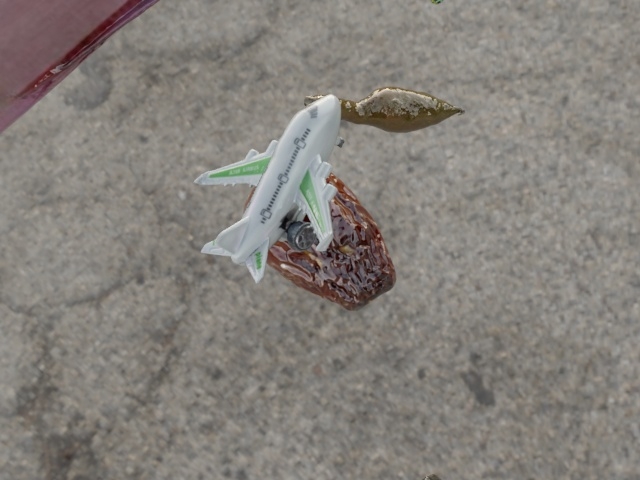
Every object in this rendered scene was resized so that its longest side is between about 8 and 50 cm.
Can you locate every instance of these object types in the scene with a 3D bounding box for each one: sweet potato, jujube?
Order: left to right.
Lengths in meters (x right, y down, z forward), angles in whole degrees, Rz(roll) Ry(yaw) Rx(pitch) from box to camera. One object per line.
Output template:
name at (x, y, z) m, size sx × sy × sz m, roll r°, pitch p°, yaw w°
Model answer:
jujube at (0.000, 0.000, 1.414) m, size 0.168 × 0.168 × 0.236 m, roll -41°, pitch 79°, yaw -10°
sweet potato at (0.097, -0.211, 1.616) m, size 0.269 × 0.075 × 0.075 m, roll 0°, pitch 49°, yaw -17°

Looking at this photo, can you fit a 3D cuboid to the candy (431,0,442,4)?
candy at (0.218, -0.422, 1.684) m, size 0.083 × 0.025 × 0.023 m, roll -23°, pitch 54°, yaw 40°

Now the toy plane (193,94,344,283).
toy plane at (-0.043, -0.069, 1.267) m, size 0.251 × 0.101 × 0.255 m, roll 27°, pitch 81°, yaw 41°

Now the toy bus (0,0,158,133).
toy bus at (-0.136, -0.170, 0.515) m, size 0.302 × 0.127 × 0.147 m, roll -40°, pitch 36°, yaw -1°

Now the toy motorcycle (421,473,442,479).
toy motorcycle at (0.012, 0.421, 1.134) m, size 0.207 × 0.401 × 0.134 m, roll -13°, pitch 50°, yaw -38°
